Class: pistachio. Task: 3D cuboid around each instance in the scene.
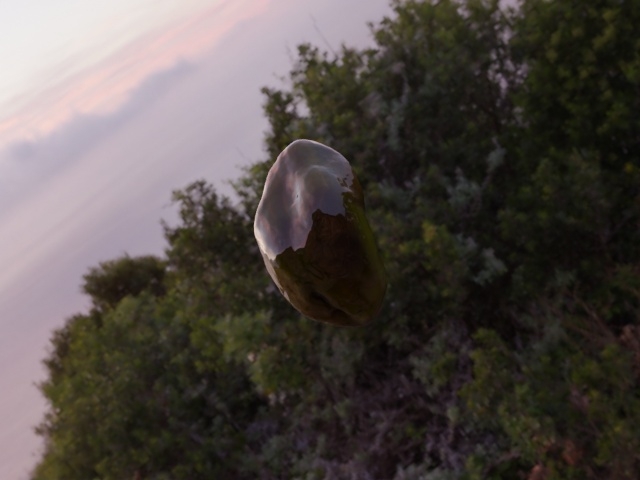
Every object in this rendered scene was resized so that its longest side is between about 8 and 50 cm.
[{"bbox_3d":[-0.004,-0.001,0.869,0.110,0.189,0.100,-15,7,5],"label":"pistachio"}]
